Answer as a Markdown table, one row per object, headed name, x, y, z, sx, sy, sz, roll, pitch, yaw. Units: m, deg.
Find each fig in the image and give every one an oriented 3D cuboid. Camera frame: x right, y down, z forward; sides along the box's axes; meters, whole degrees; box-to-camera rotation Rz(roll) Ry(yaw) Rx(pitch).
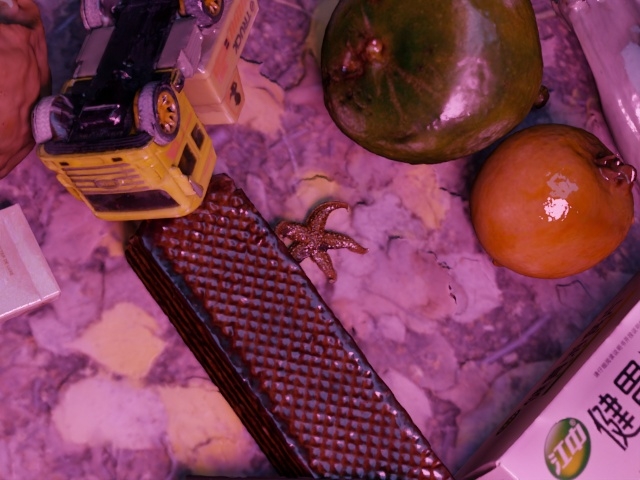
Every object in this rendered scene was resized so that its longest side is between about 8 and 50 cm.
| name | x | y | z | sx | sy | sz | roll | pitch | yaw |
| --- | --- | --- | --- | --- | --- | --- | --- | --- | --- |
| fig | 0.127 | -0.165 | 1.333 | 0.235 | 0.203 | 0.203 | 5 | 62 | -57 |

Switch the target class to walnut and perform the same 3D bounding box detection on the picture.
| name | x | y | z | sx | sy | sz | roll | pitch | yaw |
| --- | --- | --- | --- | --- | --- | --- | --- | --- | --- |
| walnut | -0.304 | -0.106 | 1.149 | 0.238 | 0.204 | 0.141 | -43 | 98 | -25 |

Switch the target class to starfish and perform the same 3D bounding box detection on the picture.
| name | x | y | z | sx | sy | sz | roll | pitch | yaw |
| --- | --- | --- | --- | --- | --- | --- | --- | --- | --- |
| starfish | 0.000 | 0.000 | 1.285 | 0.091 | 0.028 | 0.078 | 10 | 74 | -15 |

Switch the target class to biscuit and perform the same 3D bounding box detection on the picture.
| name | x | y | z | sx | sy | sz | roll | pitch | yaw |
| --- | --- | --- | --- | --- | --- | --- | --- | --- | --- |
| biscuit | -0.018 | 0.123 | 1.210 | 0.107 | 0.073 | 0.388 | -33 | 82 | -25 |

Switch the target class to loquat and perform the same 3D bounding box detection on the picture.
| name | x | y | z | sx | sy | sz | roll | pitch | yaw |
| --- | --- | --- | --- | --- | --- | --- | --- | --- | --- |
| loquat | 0.211 | -0.036 | 1.292 | 0.163 | 0.163 | 0.137 | 10 | 41 | -12 |

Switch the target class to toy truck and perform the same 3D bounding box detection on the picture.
| name | x | y | z | sx | sy | sz | roll | pitch | yaw |
| --- | --- | --- | --- | --- | --- | --- | --- | --- | --- |
| toy truck | -0.132 | -0.137 | 1.217 | 0.124 | 0.157 | 0.272 | -4 | 51 | 24 |

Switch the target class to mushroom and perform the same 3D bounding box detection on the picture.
| name | x | y | z | sx | sy | sz | roll | pitch | yaw |
| --- | --- | --- | --- | --- | --- | --- | --- | --- | --- |
| mushroom | 0.342 | -0.105 | 1.389 | 0.109 | 0.097 | 0.351 | -26 | 83 | -20 |

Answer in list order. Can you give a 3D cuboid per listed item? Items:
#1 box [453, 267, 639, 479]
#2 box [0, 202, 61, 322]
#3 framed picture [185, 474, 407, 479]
| name | x | y | z | sx | sy | sz | roll | pitch | yaw |
| --- | --- | --- | --- | --- | --- | --- | --- | --- | --- |
| box | 0.287 | 0.156 | 1.245 | 0.173 | 0.145 | 0.333 | 45 | 66 | 2 |
| box | -0.312 | 0.039 | 1.183 | 0.167 | 0.024 | 0.090 | -23 | 78 | -22 |
| framed picture | -0.012 | 0.287 | 1.133 | 0.199 | 0.010 | 0.195 | 1 | 86 | 2 |
